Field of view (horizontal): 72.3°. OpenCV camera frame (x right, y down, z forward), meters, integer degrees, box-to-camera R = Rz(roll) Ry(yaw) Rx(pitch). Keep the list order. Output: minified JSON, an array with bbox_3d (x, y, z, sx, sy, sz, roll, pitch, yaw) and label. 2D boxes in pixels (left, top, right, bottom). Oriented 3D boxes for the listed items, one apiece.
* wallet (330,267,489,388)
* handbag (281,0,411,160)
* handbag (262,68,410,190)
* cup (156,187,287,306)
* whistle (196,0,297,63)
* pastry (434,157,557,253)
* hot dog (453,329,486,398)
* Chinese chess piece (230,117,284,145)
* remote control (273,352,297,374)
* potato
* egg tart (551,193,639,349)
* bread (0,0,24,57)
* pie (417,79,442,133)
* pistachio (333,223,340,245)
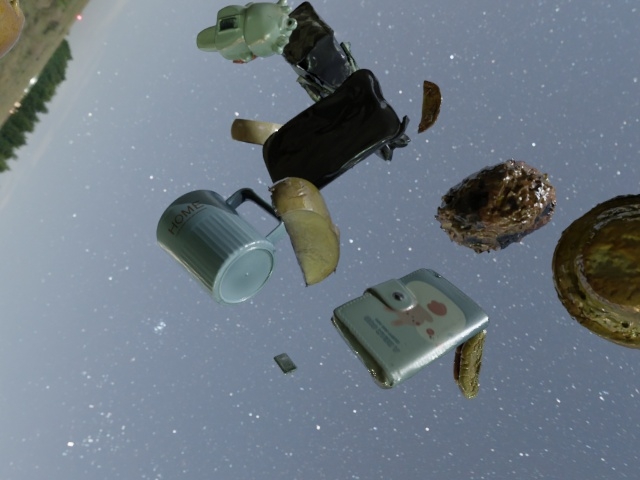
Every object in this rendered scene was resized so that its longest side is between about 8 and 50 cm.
[{"bbox_3d":[0.214,0.197,1.089,0.252,0.360,0.083,45,-40,36],"label":"wallet"},{"bbox_3d":[0.067,-0.418,1.209,0.180,0.416,0.316,-39,-140,11],"label":"handbag"},{"bbox_3d":[0.022,-0.227,0.971,0.332,0.075,0.191,-31,-112,21],"label":"handbag"},{"bbox_3d":[-0.293,0.014,1.397,0.311,0.331,0.256,38,-45,31],"label":"cup"},{"bbox_3d":[-0.148,-0.403,0.858,0.253,0.106,0.101,6,-118,31],"label":"whistle"},{"bbox_3d":[0.608,-0.119,1.499,0.405,0.337,0.292,-20,-101,8],"label":"pastry"},{"bbox_3d":[0.473,0.383,1.406,0.084,0.073,0.242,-153,-109,-83],"label":"hot dog"},{"bbox_3d":[-0.253,-0.452,1.846,0.251,0.251,0.097,25,-70,52],"label":"Chinese chess piece"},{"bbox_3d":[-0.121,0.423,1.509,0.053,0.017,0.124,-18,-162,-21],"label":"remote control"},{"bbox_3d":[-0.029,-0.034,0.871,0.098,0.243,0.138,-20,-132,-4],"label":"potato"},{"bbox_3d":[0.846,0.068,1.164,0.443,0.178,0.443,-14,-113,35],"label":"egg tart"},{"bbox_3d":[-0.667,-0.457,0.861,0.174,0.133,0.251,49,-46,12],"label":"bread"},{"bbox_3d":[0.405,-0.484,1.604,0.088,0.033,0.191,25,-63,48],"label":"pie"},{"bbox_3d":[0.000,0.000,1.566,0.130,0.165,0.210,-39,-177,-16],"label":"pistachio"}]
